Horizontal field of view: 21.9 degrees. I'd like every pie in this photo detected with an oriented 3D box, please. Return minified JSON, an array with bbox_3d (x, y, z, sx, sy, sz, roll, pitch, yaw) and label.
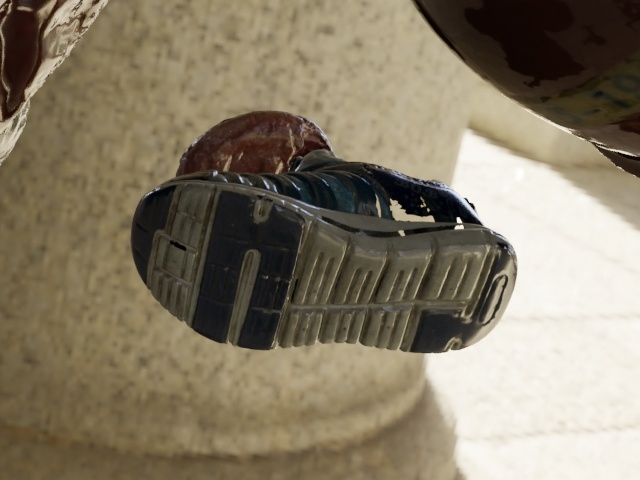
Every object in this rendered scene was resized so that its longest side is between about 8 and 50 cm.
[{"bbox_3d":[-0.051,-0.047,1.409,0.154,0.154,0.036,5,36,-23],"label":"pie"}]

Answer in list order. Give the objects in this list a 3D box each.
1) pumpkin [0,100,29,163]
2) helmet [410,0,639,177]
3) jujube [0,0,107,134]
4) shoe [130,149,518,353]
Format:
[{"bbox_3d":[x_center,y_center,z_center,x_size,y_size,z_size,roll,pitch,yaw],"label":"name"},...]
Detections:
[{"bbox_3d":[-0.326,-0.096,1.299,0.152,0.211,0.211,57,27,3],"label":"pumpkin"},{"bbox_3d":[0.157,-0.212,0.844,0.230,0.338,0.385,12,-11,-27],"label":"helmet"},{"bbox_3d":[-0.225,-0.189,0.814,0.276,0.377,0.276,31,-6,4],"label":"jujube"},{"bbox_3d":[0.000,0.000,0.883,0.207,0.092,0.106,6,31,-19],"label":"shoe"}]
